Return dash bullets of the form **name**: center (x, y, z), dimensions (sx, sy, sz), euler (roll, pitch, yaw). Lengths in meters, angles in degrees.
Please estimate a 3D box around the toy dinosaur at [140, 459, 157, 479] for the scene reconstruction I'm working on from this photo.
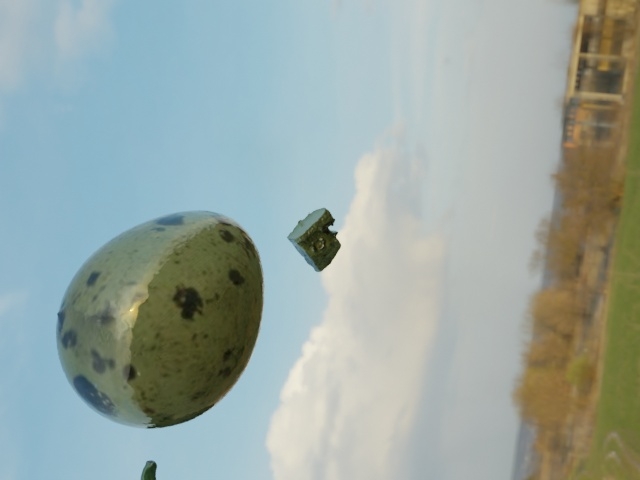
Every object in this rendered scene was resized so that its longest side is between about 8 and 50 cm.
- **toy dinosaur**: center (-0.164, 0.386, 0.922), dimensions (0.292, 0.120, 0.079), euler (62, -177, 28)

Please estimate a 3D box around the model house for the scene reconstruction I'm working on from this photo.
- **model house**: center (0.000, 0.000, 1.487), dimensions (0.079, 0.066, 0.083), euler (-45, -71, -15)

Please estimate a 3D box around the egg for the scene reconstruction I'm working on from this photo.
- **egg**: center (-0.139, 0.065, 0.828), dimensions (0.228, 0.177, 0.177), euler (-56, -28, -38)
